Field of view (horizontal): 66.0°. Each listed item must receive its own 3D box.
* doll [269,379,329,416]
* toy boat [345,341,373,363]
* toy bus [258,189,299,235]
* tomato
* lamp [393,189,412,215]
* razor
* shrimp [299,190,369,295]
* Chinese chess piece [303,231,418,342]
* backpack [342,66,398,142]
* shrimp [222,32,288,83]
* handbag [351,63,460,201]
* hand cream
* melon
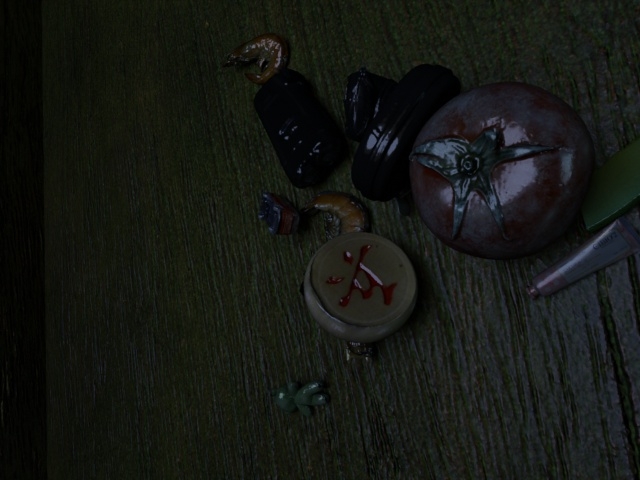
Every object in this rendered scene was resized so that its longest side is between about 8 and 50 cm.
[{"bbox_3d":[-0.048,0.397,1.268,0.150,0.077,0.115,-16,112,26],"label":"doll"},{"bbox_3d":[0.091,0.174,1.156,0.068,0.088,0.226,1,82,3],"label":"toy boat"},{"bbox_3d":[-0.112,-0.071,1.332,0.174,0.077,0.079,47,126,57],"label":"toy bus"},{"bbox_3d":[0.319,-0.124,0.890,0.316,0.282,0.317,-2,86,40],"label":"tomato"},{"bbox_3d":[0.247,-0.130,1.099,0.198,0.050,0.056,-37,60,32],"label":"lamp"},{"bbox_3d":[-0.064,-0.307,1.333,0.189,0.107,0.327,-43,59,27],"label":"razor"},{"bbox_3d":[0.000,0.000,1.277,0.222,0.054,0.290,41,106,34],"label":"shrimp"},{"bbox_3d":[0.088,0.101,1.082,0.250,0.249,0.103,60,164,27],"label":"Chinese chess piece"},{"bbox_3d":[0.109,-0.321,1.196,0.106,0.120,0.165,22,99,60],"label":"backpack"},{"bbox_3d":[-0.199,-0.550,1.505,0.248,0.068,0.150,7,94,34],"label":"shrimp"},{"bbox_3d":[0.176,-0.219,1.032,0.093,0.254,0.308,35,90,16],"label":"handbag"},{"bbox_3d":[0.474,0.043,0.900,0.209,0.043,0.067,-40,84,27],"label":"hand cream"},{"bbox_3d":[0.550,-0.129,0.870,0.262,0.053,0.114,-52,38,17],"label":"melon"}]
